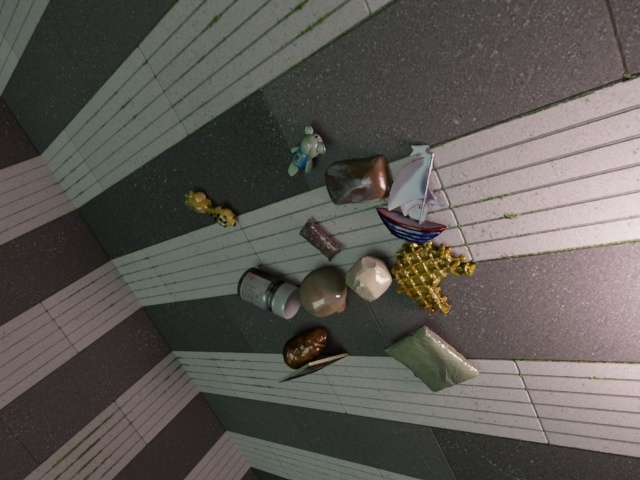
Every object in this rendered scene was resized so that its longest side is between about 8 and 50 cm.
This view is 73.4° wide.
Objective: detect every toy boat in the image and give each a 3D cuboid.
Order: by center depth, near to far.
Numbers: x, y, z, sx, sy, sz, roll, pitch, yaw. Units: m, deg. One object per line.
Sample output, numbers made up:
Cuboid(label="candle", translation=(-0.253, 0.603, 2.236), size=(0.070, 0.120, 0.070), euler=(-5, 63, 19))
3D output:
Cuboid(label="toy boat", translation=(0.274, -0.132, 1.356), size=(0.218, 0.072, 0.319), euler=(-7, 113, 28))

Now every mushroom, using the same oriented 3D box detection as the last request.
Cuboid(label="mushroom", translation=(0.024, 0.210, 1.756), size=(0.206, 0.209, 0.207), euler=(1, 91, 49))

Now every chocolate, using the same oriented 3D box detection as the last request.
Cuboid(label="chocolate", translation=(0.113, -0.187, 1.448), size=(0.253, 0.080, 0.157), euler=(-2, 118, 39))

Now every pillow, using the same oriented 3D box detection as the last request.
Cuboid(label="pillow", translation=(0.426, 0.462, 1.671), size=(0.280, 0.076, 0.274), euler=(40, 139, 0))
Cuboid(label="pillow", translation=(0.000, 0.000, 1.703), size=(0.185, 0.043, 0.118), euler=(46, 143, 7))

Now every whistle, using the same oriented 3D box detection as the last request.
Cuboid(label="whistle", translation=(-0.055, -0.299, 1.513), size=(0.114, 0.077, 0.236), euler=(54, 143, 7))

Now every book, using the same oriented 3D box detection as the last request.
Cuboid(label="book", translation=(-0.037, 0.611, 2.053), size=(0.322, 0.228, 0.018), euler=(-45, 57, 47))

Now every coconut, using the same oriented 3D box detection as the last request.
Cuboid(label="coconut", translation=(0.182, 0.132, 1.569), size=(0.161, 0.162, 0.161), euler=(40, 178, 1))

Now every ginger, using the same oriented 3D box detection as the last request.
Cuboid(label="ginger", translation=(-0.085, 0.529, 2.053), size=(0.165, 0.172, 0.321), euler=(52, 138, 5))

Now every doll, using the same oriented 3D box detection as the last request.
Cuboid(label="doll", translation=(-0.504, -0.141, 1.972), size=(0.290, 0.086, 0.117), euler=(26, 128, 19))

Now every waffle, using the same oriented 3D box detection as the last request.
Cuboid(label="waffle", translation=(0.365, 0.123, 1.481), size=(0.259, 0.069, 0.293), euler=(28, 132, 19))

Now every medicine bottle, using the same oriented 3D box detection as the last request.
Cuboid(label="medicine bottle", translation=(-0.234, 0.240, 1.969), size=(0.273, 0.165, 0.165), euler=(20, 130, 28))
